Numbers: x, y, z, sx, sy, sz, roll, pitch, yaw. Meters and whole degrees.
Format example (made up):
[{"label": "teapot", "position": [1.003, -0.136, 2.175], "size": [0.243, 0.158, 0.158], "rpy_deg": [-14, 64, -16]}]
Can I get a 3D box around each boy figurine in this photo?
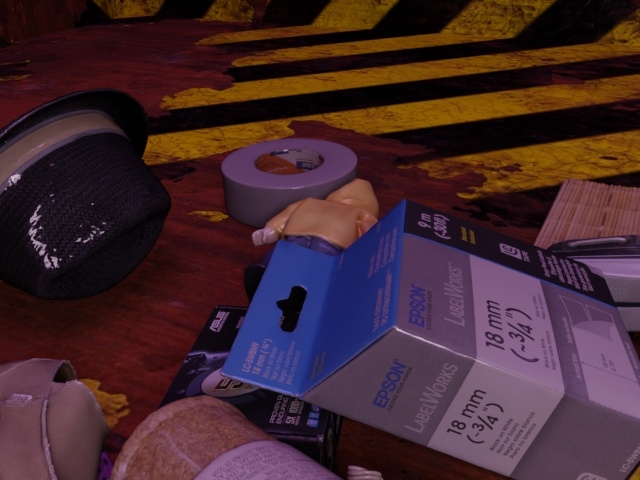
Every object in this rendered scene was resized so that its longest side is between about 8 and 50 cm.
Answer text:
[{"label": "boy figurine", "position": [0.000, 0.000, 0.879], "size": [0.177, 0.092, 0.285], "rpy_deg": [8, 29, 19]}]

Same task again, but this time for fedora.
[{"label": "fedora", "position": [-0.302, -0.029, 0.839], "size": [0.152, 0.334, 0.334], "rpy_deg": [38, 39, 8]}]

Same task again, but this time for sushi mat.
[{"label": "sushi mat", "position": [0.396, -0.016, 0.952], "size": [0.151, 0.019, 0.316], "rpy_deg": [13, 32, 24]}]

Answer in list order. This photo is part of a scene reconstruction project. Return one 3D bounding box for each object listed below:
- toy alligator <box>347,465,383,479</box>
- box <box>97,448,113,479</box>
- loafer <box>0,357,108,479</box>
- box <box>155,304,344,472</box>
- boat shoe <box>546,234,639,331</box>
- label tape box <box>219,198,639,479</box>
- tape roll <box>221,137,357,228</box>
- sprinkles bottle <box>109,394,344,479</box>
[{"label": "toy alligator", "position": [0.081, 0.204, 0.465], "size": [0.056, 0.189, 0.051], "rpy_deg": [-15, 54, 46]}, {"label": "box", "position": [-0.192, 0.237, 0.514], "size": [0.116, 0.029, 0.162], "rpy_deg": [-20, 34, -31]}, {"label": "loafer", "position": [-0.210, 0.161, 0.520], "size": [0.092, 0.102, 0.268], "rpy_deg": [-23, 32, -24]}, {"label": "box", "position": [-0.052, 0.143, 0.626], "size": [0.147, 0.078, 0.180], "rpy_deg": [3, 29, 11]}, {"label": "boat shoe", "position": [0.405, 0.038, 0.732], "size": [0.335, 0.121, 0.119], "rpy_deg": [6, 38, 18]}, {"label": "label tape box", "position": [0.107, 0.069, 0.615], "size": [0.333, 0.106, 0.241], "rpy_deg": [20, 29, -1]}, {"label": "tape roll", "position": [-0.048, -0.097, 1.083], "size": [0.219, 0.072, 0.219], "rpy_deg": [-2, 27, 1]}, {"label": "sprinkles bottle", "position": [0.006, 0.197, 0.363], "size": [0.121, 0.121, 0.355], "rpy_deg": [-23, 23, -34]}]
